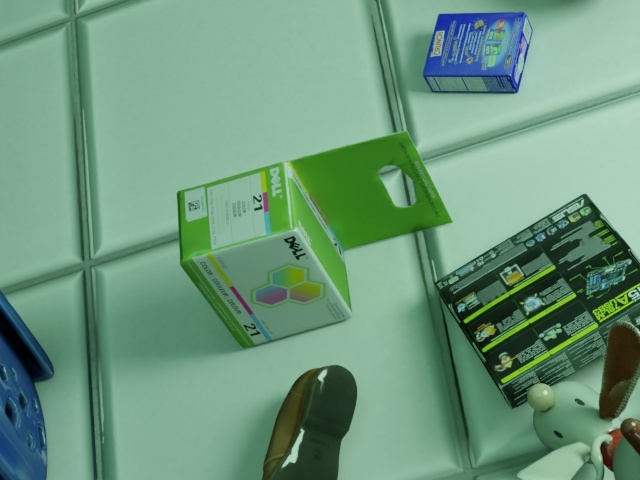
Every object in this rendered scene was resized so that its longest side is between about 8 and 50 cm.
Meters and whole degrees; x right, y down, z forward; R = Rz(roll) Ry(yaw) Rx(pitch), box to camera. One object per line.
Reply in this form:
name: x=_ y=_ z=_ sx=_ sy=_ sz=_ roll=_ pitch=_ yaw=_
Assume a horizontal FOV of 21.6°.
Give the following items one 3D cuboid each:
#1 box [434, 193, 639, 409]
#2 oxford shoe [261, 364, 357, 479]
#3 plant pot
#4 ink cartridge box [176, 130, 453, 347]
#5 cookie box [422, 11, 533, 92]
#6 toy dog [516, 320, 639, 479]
box: x=0.234 y=0.058 z=1.703 sx=0.191 sy=0.045 sz=0.184 roll=-31 pitch=41 yaw=1
oxford shoe: x=-0.027 y=0.230 z=1.722 sx=0.076 sy=0.076 sz=0.212 roll=-10 pitch=52 yaw=54
plant pot: x=-0.433 y=0.162 z=1.828 sx=0.236 sy=0.236 sz=0.212 roll=-9 pitch=49 yaw=17
ink cartridge box: x=0.000 y=0.000 z=1.769 sx=0.255 sy=0.189 sz=0.097 roll=-15 pitch=54 yaw=13
cookie box: x=0.181 y=-0.216 z=1.927 sx=0.107 sy=0.040 sz=0.092 roll=3 pitch=61 yaw=24
toy dog: x=0.261 y=0.179 z=1.479 sx=0.334 sy=0.161 sz=0.220 roll=-15 pitch=44 yaw=55
